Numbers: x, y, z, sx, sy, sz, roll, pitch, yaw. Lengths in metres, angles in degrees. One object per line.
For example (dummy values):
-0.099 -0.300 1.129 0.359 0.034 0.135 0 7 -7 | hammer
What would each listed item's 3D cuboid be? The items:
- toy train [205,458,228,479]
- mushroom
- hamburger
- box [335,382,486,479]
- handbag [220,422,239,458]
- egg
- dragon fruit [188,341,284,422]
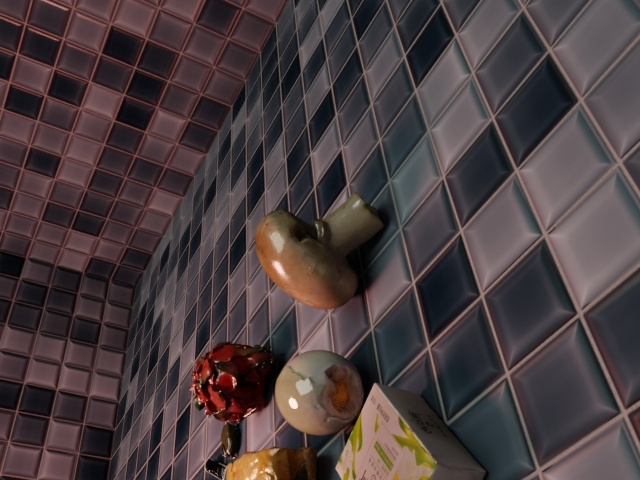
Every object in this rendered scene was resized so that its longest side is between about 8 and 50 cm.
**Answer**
-0.304 0.687 2.054 0.207 0.047 0.043 -19 55 63 | toy train
0.000 0.000 1.646 0.290 0.292 0.292 -49 27 7 | mushroom
-0.120 0.600 1.567 0.330 0.162 0.209 -38 43 49 | hamburger
0.146 0.400 1.188 0.195 0.111 0.260 -68 25 9 | box
-0.272 0.601 2.046 0.072 0.047 0.111 -50 31 31 | handbag
-0.012 0.330 1.492 0.217 0.183 0.183 -14 60 52 | egg
-0.229 0.391 1.947 0.292 0.234 0.234 -22 42 13 | dragon fruit
